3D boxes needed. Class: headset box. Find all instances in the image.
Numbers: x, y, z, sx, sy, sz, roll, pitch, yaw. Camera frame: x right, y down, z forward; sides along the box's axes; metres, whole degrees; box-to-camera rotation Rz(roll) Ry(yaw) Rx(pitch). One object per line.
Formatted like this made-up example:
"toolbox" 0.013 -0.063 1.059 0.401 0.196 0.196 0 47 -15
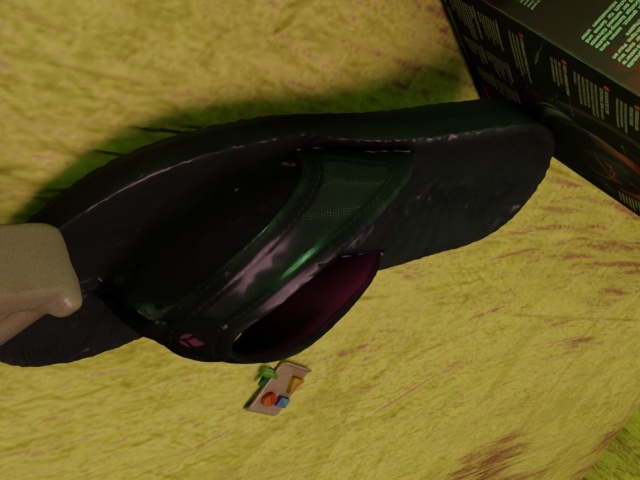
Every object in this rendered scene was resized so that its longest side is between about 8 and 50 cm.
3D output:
"headset box" 0.241 -0.107 0.681 0.110 0.293 0.218 -47 150 -2

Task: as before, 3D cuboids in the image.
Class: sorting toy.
"sorting toy" -0.043 0.140 0.879 0.062 0.012 0.083 -51 151 4

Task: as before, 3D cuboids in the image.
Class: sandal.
"sandal" 0.002 -0.002 0.630 0.446 0.107 0.167 -17 142 -28

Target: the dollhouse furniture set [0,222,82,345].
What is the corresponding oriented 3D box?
"dollhouse furniture set" -0.269 0.020 0.383 0.198 0.151 0.301 -33 172 15
